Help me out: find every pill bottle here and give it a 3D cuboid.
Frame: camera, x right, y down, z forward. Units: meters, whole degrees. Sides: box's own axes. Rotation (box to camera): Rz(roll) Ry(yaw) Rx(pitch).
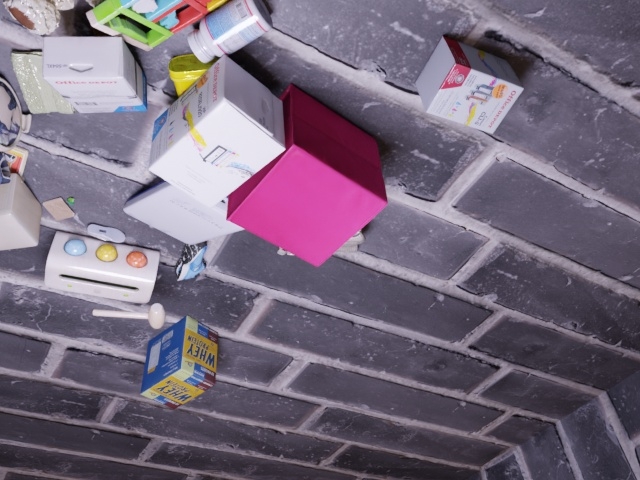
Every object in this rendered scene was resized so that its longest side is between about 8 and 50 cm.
[{"bbox_3d":[-0.183,-0.424,1.197,0.160,0.087,0.087,-24,132,18],"label":"pill bottle"}]

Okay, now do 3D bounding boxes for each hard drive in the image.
[{"bbox_3d":[-0.325,-0.069,1.460,0.210,0.040,0.319,30,154,-31],"label":"hard drive"}]

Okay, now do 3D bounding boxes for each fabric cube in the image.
[{"bbox_3d":[-0.036,-0.145,1.372,0.258,0.259,0.254,28,127,-27],"label":"fabric cube"}]

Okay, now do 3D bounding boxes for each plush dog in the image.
[{"bbox_3d":[-0.410,-0.487,1.076,0.226,0.210,0.263,15,152,-43],"label":"plush dog"}]

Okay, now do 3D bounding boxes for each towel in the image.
[{"bbox_3d":[-0.593,-0.336,1.283,0.110,0.027,0.148,-1,135,-4],"label":"towel"}]

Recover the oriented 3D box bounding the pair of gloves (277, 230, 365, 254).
[{"bbox_3d":[0.000,0.000,1.617,0.240,0.042,0.204,2,160,-6],"label":"pair of gloves"}]

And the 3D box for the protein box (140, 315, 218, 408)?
[{"bbox_3d":[-0.444,0.387,1.893,0.200,0.201,0.136,-34,129,25],"label":"protein box"}]

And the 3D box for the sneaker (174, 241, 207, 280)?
[{"bbox_3d":[-0.353,0.053,1.685,0.073,0.063,0.162,5,141,-36],"label":"sneaker"}]

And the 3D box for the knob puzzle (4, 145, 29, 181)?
[{"bbox_3d":[-0.809,-0.171,1.422,0.213,0.029,0.213,-3,135,-3],"label":"knob puzzle"}]

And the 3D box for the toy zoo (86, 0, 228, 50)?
[{"bbox_3d":[-0.257,-0.455,1.102,0.293,0.192,0.030,-26,88,14],"label":"toy zoo"}]

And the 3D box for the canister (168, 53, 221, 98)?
[{"bbox_3d":[-0.250,-0.316,1.309,0.126,0.073,0.169,-6,136,0],"label":"canister"}]

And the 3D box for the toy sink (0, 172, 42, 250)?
[{"bbox_3d":[-0.823,-0.063,1.438,0.235,0.131,0.152,-8,150,-3],"label":"toy sink"}]

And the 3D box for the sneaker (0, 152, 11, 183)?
[{"bbox_3d":[-0.808,-0.154,1.358,0.226,0.163,0.086,13,123,36],"label":"sneaker"}]

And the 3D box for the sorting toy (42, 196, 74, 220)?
[{"bbox_3d":[-0.661,-0.085,1.535,0.084,0.012,0.062,-14,130,12],"label":"sorting toy"}]

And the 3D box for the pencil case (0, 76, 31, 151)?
[{"bbox_3d":[-0.846,-0.239,1.259,0.411,0.159,0.183,-9,179,2],"label":"pencil case"}]

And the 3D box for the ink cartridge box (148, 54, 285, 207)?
[{"bbox_3d":[-0.212,-0.222,1.235,0.233,0.171,0.168,-35,131,26],"label":"ink cartridge box"}]

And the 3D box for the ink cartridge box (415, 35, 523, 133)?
[{"bbox_3d":[0.324,-0.338,1.308,0.176,0.127,0.128,12,132,-19],"label":"ink cartridge box"}]

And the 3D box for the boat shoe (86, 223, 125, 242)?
[{"bbox_3d":[-0.576,-0.016,1.602,0.100,0.035,0.035,15,158,-25],"label":"boat shoe"}]

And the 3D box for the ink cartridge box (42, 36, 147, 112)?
[{"bbox_3d":[-0.443,-0.326,1.194,0.148,0.085,0.203,-2,173,-4],"label":"ink cartridge box"}]

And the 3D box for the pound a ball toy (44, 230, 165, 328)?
[{"bbox_3d":[-0.557,0.097,1.590,0.320,0.208,0.135,13,132,-17],"label":"pound a ball toy"}]
